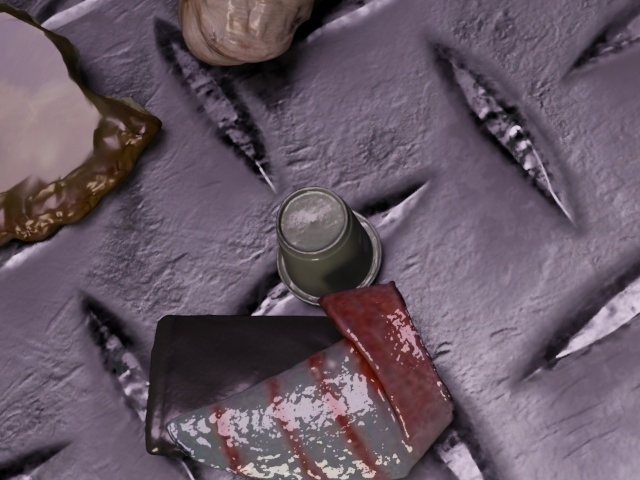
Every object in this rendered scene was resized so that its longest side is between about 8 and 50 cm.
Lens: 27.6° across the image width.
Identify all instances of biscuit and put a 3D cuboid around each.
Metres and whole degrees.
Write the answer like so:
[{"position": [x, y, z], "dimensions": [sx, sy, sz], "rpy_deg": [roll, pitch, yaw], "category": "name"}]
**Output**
[{"position": [-0.359, -0.156, 1.579], "dimensions": [0.335, 0.078, 0.329], "rpy_deg": [-3, 83, 5], "category": "biscuit"}]

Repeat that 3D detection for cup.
[{"position": [0.000, 0.000, 1.416], "dimensions": [0.120, 0.141, 0.120], "rpy_deg": [-5, 67, 11], "category": "cup"}]

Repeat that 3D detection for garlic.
[{"position": [-0.057, -0.303, 1.546], "dimensions": [0.212, 0.218, 0.218], "rpy_deg": [3, 66, -25], "category": "garlic"}]

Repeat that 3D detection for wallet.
[{"position": [-0.067, 0.162, 1.426], "dimensions": [0.245, 0.052, 0.168], "rpy_deg": [1, 65, 7], "category": "wallet"}]

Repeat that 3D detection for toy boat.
[{"position": [-0.015, 0.176, 1.350], "dimensions": [0.282, 0.096, 0.206], "rpy_deg": [-24, 83, -3], "category": "toy boat"}]
